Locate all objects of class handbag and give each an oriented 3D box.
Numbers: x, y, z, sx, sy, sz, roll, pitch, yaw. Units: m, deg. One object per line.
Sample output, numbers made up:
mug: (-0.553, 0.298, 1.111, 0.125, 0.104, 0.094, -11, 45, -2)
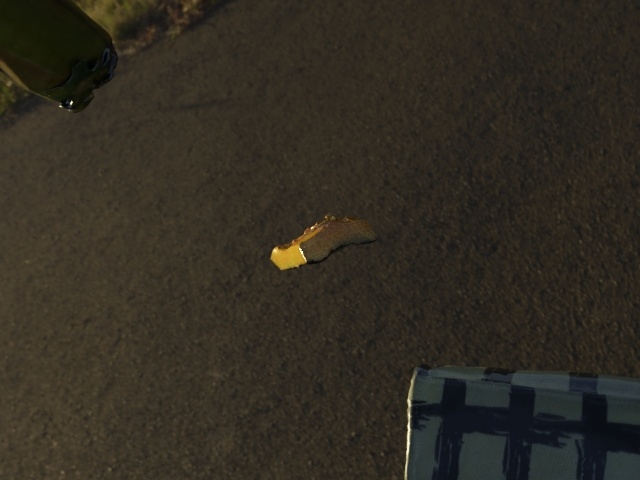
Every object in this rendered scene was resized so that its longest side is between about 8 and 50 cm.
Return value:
handbag: (0.271, 0.237, 0.827, 0.325, 0.327, 0.163, 3, 73, 18)

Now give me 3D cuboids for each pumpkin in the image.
pumpkin: (-0.002, 0.000, 0.652, 0.073, 0.035, 0.101, -23, 4, -23)

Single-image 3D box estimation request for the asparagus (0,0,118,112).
asparagus: (-0.358, -0.263, 0.751, 0.108, 0.382, 0.128, -34, 55, 12)
